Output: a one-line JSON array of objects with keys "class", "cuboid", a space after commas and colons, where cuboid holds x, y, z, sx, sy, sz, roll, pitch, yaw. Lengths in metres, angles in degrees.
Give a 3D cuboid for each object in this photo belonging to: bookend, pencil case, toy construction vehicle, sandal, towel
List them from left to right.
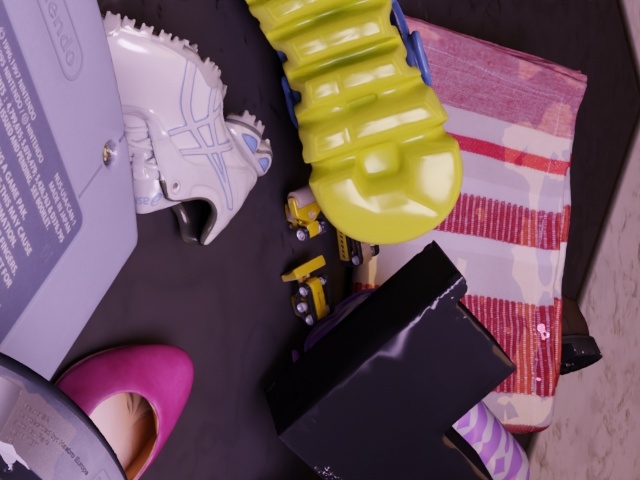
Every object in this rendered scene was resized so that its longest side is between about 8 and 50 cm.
[{"class": "toy construction vehicle", "cuboid": [0.000, 0.000, 0.887, 0.086, 0.035, 0.098, -31, 117, -41]}, {"class": "sandal", "cuboid": [0.008, -0.159, 0.821, 0.138, 0.126, 0.317, -92, 171, -75]}, {"class": "pencil case", "cuboid": [0.073, 0.129, 0.917, 0.206, 0.088, 0.086, 51, 12, -23]}, {"class": "bookend", "cuboid": [0.073, 0.113, 0.822, 0.156, 0.157, 0.072, 45, 6, -21]}, {"class": "towel", "cuboid": [0.123, -0.004, 1.014, 0.237, 0.037, 0.329, 8, 87, -38]}]

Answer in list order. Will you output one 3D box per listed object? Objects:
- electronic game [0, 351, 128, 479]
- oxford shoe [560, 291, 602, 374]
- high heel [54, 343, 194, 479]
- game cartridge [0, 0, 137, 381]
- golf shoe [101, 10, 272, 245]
[{"class": "electronic game", "cuboid": [-0.181, 0.132, 0.459, 0.048, 0.229, 0.229, -123, -165, -61]}, {"class": "oxford shoe", "cuboid": [0.186, 0.075, 1.175, 0.227, 0.082, 0.096, 16, 53, -54]}, {"class": "high heel", "cuboid": [-0.110, 0.125, 0.628, 0.244, 0.117, 0.082, -32, 120, -53]}, {"class": "game cartridge", "cuboid": [-0.158, -0.058, 0.490, 0.297, 0.062, 0.198, 79, 24, -43]}, {"class": "golf shoe", "cuboid": [-0.089, -0.059, 0.698, 0.176, 0.069, 0.086, 45, 61, -50]}]
